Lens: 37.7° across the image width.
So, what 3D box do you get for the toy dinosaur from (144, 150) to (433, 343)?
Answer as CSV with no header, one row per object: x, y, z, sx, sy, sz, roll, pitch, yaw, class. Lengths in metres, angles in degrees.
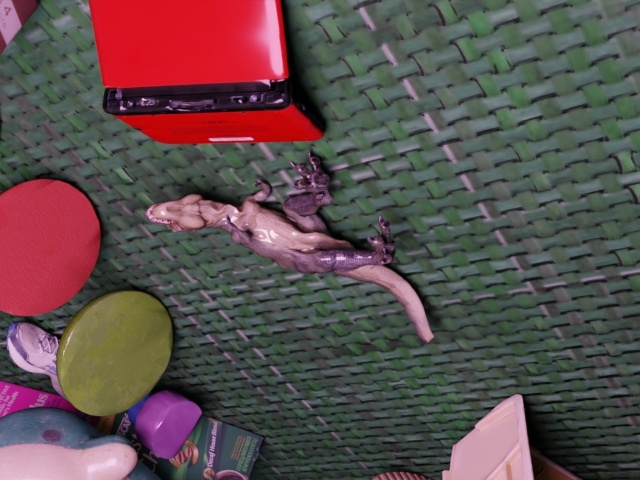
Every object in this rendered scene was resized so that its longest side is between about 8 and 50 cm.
0.000,0.000,0.750,0.268,0.064,0.118,25,147,-11,toy dinosaur

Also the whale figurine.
-0.232,0.255,0.954,0.272,0.141,0.216,14,126,-21,whale figurine

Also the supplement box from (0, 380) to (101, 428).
-0.338,0.259,1.139,0.220,0.111,0.114,11,140,9,supplement box

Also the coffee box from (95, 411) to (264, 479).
-0.168,0.245,1.055,0.184,0.113,0.040,21,142,1,coffee box

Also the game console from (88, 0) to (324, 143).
-0.078,-0.126,0.667,0.144,0.085,0.124,1,169,21,game console

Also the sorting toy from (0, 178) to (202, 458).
-0.241,0.077,0.919,0.126,0.127,0.365,20,148,40,sorting toy

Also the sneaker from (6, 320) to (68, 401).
-0.280,0.124,1.017,0.058,0.052,0.135,-18,137,24,sneaker

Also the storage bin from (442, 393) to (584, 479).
0.252,0.309,0.856,0.262,0.260,0.123,32,122,-16,storage bin

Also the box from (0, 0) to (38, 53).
-0.406,-0.203,0.612,0.381,0.143,0.191,4,138,15,box

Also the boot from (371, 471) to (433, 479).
0.104,0.382,1.062,0.248,0.090,0.207,31,107,-25,boot
